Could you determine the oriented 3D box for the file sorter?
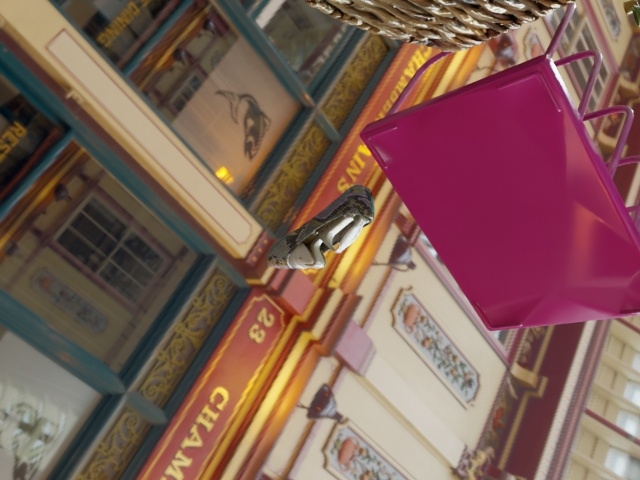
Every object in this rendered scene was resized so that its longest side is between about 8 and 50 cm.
[{"bbox_3d":[0.228,-0.075,0.726,0.202,0.290,0.182,-14,-149,43],"label":"file sorter"}]

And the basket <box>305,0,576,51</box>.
[{"bbox_3d":[0.083,-0.335,0.617,0.213,0.299,0.223,-13,-108,48],"label":"basket"}]

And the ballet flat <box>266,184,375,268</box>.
[{"bbox_3d":[0.000,0.000,0.558,0.114,0.041,0.041,-38,-148,24],"label":"ballet flat"}]

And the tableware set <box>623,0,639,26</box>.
[{"bbox_3d":[0.485,-0.419,1.072,0.024,0.154,0.104,-18,-136,19],"label":"tableware set"}]
